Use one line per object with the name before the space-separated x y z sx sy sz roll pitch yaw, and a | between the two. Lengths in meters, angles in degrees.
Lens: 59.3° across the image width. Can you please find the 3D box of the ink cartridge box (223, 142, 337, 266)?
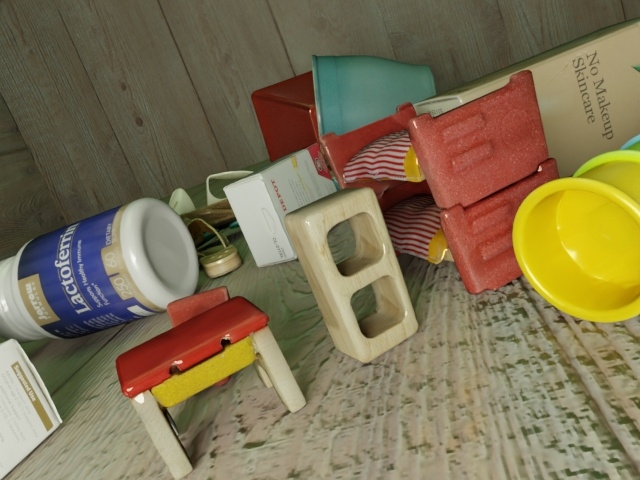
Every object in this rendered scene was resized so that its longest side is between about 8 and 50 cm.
ink cartridge box | -0.046 -0.056 0.829 0.072 0.127 0.175 -14 15 33

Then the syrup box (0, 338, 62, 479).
syrup box | -0.318 0.174 0.406 0.093 0.096 0.237 -16 15 22

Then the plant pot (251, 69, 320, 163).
plant pot | 0.009 -0.312 1.538 0.267 0.267 0.236 -27 27 -23

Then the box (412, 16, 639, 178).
box | 0.292 -0.161 0.702 0.311 0.147 0.121 -25 14 -12

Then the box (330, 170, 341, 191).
box | -0.011 -0.075 0.998 0.244 0.060 0.100 -19 13 8

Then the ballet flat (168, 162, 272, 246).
ballet flat | -0.207 -0.061 1.085 0.343 0.124 0.116 -26 -3 -18

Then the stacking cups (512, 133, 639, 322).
stacking cups | 0.276 -0.045 0.423 0.316 0.096 0.096 -24 12 -33

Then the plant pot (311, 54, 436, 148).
plant pot | 0.120 -0.286 1.251 0.255 0.271 0.271 -6 14 1

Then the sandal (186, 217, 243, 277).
sandal | -0.189 0.000 0.930 0.088 0.079 0.240 -26 14 -18

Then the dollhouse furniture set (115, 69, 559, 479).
dollhouse furniture set | 0.000 0.000 0.482 0.374 0.152 0.201 -26 14 -19

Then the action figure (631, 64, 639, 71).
action figure | 0.443 -0.153 0.557 0.137 0.063 0.232 17 16 -14

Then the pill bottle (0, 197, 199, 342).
pill bottle | -0.317 0.050 0.772 0.265 0.153 0.153 -18 14 16

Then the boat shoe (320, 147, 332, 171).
boat shoe | 0.091 -0.161 1.089 0.285 0.104 0.089 -17 11 14
